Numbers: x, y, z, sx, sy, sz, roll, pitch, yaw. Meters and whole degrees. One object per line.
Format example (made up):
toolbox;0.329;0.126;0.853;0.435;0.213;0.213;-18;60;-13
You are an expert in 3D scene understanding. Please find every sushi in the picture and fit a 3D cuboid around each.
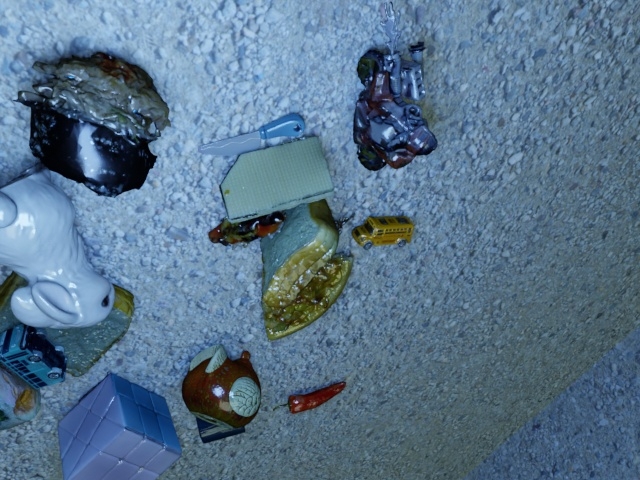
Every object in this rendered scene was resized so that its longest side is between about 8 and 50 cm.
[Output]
sushi;-0.395;-0.221;0.985;0.219;0.225;0.238;-59;159;15
sushi;-0.169;-0.041;1.305;0.226;0.097;0.103;-15;151;22

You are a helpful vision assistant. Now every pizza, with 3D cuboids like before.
pizza;-0.035;0.165;1.547;0.268;0.087;0.258;-14;134;-16

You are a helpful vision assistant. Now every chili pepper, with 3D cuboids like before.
chili pepper;-0.033;0.548;1.876;0.272;0.063;0.071;-13;144;-17

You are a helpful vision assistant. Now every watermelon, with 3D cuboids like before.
watermelon;-0.811;0.387;1.281;0.188;0.175;0.322;-34;142;-10

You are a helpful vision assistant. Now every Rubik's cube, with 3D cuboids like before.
Rubik's cube;-0.561;0.551;1.514;0.221;0.231;0.224;-43;132;1

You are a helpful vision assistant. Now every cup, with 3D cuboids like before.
cup;-0.319;0.589;1.747;0.138;0.113;0.150;-14;130;-10

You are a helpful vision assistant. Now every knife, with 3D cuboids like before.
knife;-0.150;-0.224;1.213;0.244;0.032;0.058;-19;141;-2

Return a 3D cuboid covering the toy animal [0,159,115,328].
toy animal;-0.549;0.036;1.084;0.193;0.258;0.357;-21;110;6

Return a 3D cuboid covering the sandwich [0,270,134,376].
sandwich;-0.622;0.184;1.291;0.271;0.099;0.301;-42;130;18

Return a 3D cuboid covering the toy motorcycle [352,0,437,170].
toy motorcycle;0.160;-0.309;1.160;0.134;0.207;0.401;-34;136;-35

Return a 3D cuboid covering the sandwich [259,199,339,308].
sandwich;-0.061;0.011;1.291;0.087;0.251;0.226;38;108;-26

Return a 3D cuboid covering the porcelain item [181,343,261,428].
porcelain item;-0.274;0.419;1.592;0.252;0.253;0.253;-12;131;-14

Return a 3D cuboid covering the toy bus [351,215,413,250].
toy bus;0.169;-0.026;1.483;0.162;0.070;0.074;-3;128;-23

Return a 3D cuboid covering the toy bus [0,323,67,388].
toy bus;-0.652;0.261;1.226;0.091;0.079;0.160;-18;136;-1

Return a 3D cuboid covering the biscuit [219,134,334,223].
biscuit;-0.104;-0.136;1.224;0.252;0.150;0.052;-17;165;-11

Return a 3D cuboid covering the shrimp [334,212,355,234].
shrimp;0.000;0.000;1.431;0.232;0.079;0.090;-36;95;0
